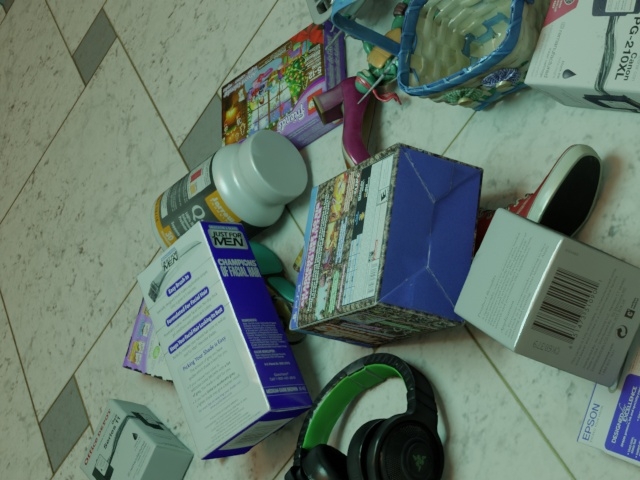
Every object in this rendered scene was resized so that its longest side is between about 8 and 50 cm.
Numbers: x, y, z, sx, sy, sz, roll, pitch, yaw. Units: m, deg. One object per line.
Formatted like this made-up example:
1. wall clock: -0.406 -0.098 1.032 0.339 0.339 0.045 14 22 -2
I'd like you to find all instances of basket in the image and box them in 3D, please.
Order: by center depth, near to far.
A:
1. basket: 0.195 -0.315 1.739 0.255 0.289 0.201 -23 49 48

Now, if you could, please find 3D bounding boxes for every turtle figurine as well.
1. turtle figurine: 0.108 -0.320 1.993 0.175 0.118 0.234 36 85 34

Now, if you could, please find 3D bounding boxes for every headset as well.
1. headset: 0.077 0.350 1.739 0.243 0.185 0.394 -32 35 33

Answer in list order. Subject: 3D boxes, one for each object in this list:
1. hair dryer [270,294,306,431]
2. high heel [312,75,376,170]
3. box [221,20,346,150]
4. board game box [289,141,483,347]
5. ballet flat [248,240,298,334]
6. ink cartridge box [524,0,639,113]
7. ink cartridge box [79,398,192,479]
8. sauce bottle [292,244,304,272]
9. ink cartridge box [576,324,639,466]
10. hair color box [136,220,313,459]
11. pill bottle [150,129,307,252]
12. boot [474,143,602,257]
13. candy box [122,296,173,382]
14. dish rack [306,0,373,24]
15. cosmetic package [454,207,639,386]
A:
1. hair dryer: -0.131 0.176 2.067 0.293 0.080 0.223 20 101 40
2. high heel: 0.084 -0.168 2.011 0.117 0.082 0.244 -23 57 -6
3. box: -0.070 -0.252 2.225 0.293 0.057 0.201 -29 53 40
4. board game box: 0.090 0.017 1.776 0.291 0.141 0.232 -23 55 63
5. ballet flat: -0.090 0.082 2.084 0.232 0.080 0.073 48 130 51
6. ink cartridge box: 0.407 -0.263 1.613 0.237 0.100 0.172 15 86 53
7. ink cartridge box: -0.339 0.400 2.225 0.208 0.087 0.153 29 96 53
8. sauce bottle: 0.000 0.000 2.038 0.128 0.042 0.042 -60 38 9
9. ink cartridge box: 0.417 0.171 1.442 0.208 0.045 0.206 14 83 56
10. hair color box: -0.159 0.158 1.969 0.185 0.110 0.339 -38 65 35
11. pill bottle: -0.162 -0.074 2.171 0.278 0.162 0.162 -33 50 38
12. boot: 0.274 -0.045 1.691 0.244 0.088 0.176 -63 36 14
13. candy box: -0.269 0.177 2.258 0.196 0.070 0.165 8 79 52
14. dish rack: 0.098 -0.525 2.098 0.333 0.072 0.285 -51 25 22
15. cosmetic package: 0.289 0.068 1.525 0.151 0.151 0.184 -67 21 6
